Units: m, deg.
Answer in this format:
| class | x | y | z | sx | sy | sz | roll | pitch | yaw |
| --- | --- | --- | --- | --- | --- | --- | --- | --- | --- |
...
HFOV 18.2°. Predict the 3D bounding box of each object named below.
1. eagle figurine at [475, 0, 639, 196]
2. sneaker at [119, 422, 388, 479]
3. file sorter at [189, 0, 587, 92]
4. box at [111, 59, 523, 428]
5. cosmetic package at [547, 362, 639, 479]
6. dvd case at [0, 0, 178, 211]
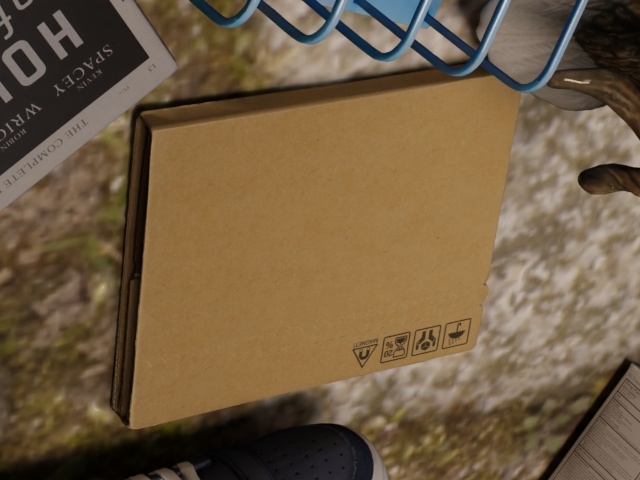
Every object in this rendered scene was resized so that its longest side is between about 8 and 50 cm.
| class | x | y | z | sx | sy | sz | roll | pitch | yaw |
| --- | --- | --- | --- | --- | --- | --- | --- | --- | --- |
| eagle figurine | 0.248 | -0.103 | 0.919 | 0.298 | 0.226 | 0.225 | -45 | 108 | -28 |
| sneaker | -0.102 | 0.139 | 0.924 | 0.282 | 0.099 | 0.153 | -29 | 134 | -11 |
| file sorter | 0.025 | -0.138 | 0.820 | 0.170 | 0.104 | 0.118 | 8 | 114 | -37 |
| box | 0.000 | 0.000 | 0.953 | 0.201 | 0.021 | 0.164 | -11 | 125 | -28 |
| cosmetic package | 0.241 | 0.156 | 1.197 | 0.239 | 0.060 | 0.099 | 26 | 105 | -43 |
| dvd case | -0.180 | -0.094 | 0.761 | 0.179 | 0.029 | 0.239 | -39 | 133 | -5 |
